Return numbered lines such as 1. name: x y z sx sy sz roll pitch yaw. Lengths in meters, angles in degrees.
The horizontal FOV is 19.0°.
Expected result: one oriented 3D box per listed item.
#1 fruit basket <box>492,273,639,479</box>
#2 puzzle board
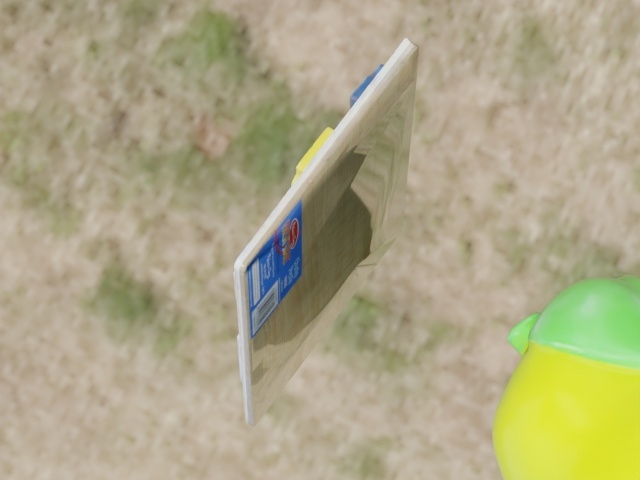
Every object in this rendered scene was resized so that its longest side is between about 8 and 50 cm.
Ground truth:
1. fruit basket: 0.230 0.184 0.835 0.283 0.392 0.392 -4 150 -5
2. puzzle board: 0.000 0.000 0.638 0.011 0.096 0.128 32 157 15
